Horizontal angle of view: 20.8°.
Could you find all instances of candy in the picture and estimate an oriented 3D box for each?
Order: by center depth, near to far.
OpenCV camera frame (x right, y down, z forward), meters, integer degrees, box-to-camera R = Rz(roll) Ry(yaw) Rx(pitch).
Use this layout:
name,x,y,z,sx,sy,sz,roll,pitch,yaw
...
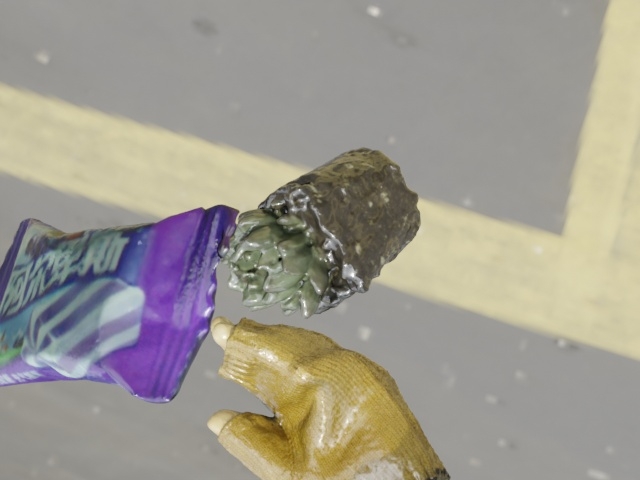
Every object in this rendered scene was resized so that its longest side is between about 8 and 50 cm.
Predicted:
name,x,y,z,sx,sy,sz,roll,pitch,yaw
candy,-0.167,0.045,1.263,0.275,0.145,0.070,-1,154,46

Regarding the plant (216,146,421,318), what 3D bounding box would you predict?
name,x,y,z,sx,sy,sz,roll,pitch,yaw
plant,0.000,0.000,1.703,0.132,0.194,0.129,54,150,1

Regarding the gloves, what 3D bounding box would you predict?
name,x,y,z,sx,sy,sz,roll,pitch,yaw
gloves,-0.003,0.219,2.128,0.356,0.155,0.203,42,114,5
